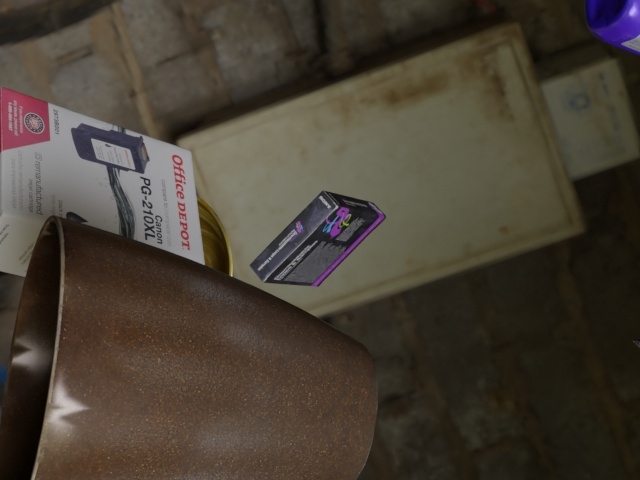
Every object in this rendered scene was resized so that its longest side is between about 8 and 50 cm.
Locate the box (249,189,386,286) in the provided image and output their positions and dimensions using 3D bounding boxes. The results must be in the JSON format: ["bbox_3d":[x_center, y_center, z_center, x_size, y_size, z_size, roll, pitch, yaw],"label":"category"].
[{"bbox_3d":[0.000,0.000,1.381,0.029,0.116,0.162,48,13,16],"label":"box"}]

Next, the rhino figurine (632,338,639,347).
[{"bbox_3d":[0.323,0.153,1.077,0.073,0.106,0.243,30,43,-41],"label":"rhino figurine"}]

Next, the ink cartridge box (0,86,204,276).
[{"bbox_3d":[-0.253,-0.041,1.368,0.237,0.100,0.172,17,47,-34],"label":"ink cartridge box"}]

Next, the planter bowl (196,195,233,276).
[{"bbox_3d":[-0.189,0.038,1.699,0.090,0.217,0.217,5,65,-63],"label":"planter bowl"}]

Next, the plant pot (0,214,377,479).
[{"bbox_3d":[-0.087,0.108,0.870,0.215,0.230,0.215,-170,-90,-70],"label":"plant pot"}]

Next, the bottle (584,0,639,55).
[{"bbox_3d":[0.455,-0.268,1.570,0.283,0.092,0.118,14,76,-30],"label":"bottle"}]
